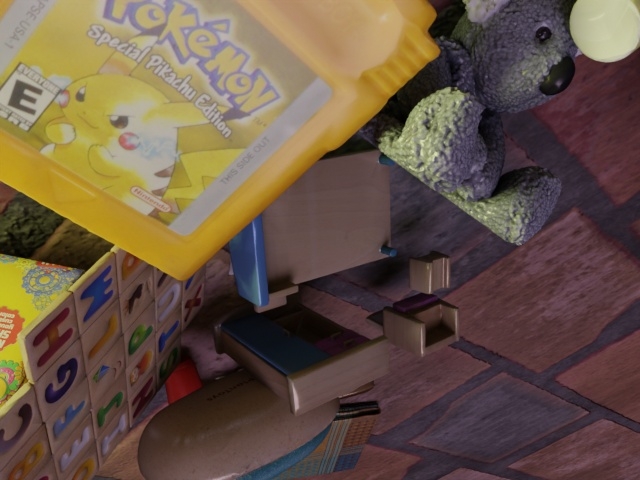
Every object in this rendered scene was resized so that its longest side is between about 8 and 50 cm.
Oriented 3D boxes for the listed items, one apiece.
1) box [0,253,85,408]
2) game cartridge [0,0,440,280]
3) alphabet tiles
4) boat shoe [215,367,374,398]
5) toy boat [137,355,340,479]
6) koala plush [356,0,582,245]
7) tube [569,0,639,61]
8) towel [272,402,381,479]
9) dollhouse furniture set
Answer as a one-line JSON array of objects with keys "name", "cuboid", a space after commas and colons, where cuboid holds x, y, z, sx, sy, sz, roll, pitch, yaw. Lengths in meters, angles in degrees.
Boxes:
[{"name": "box", "cuboid": [-0.399, 0.154, 0.661, 0.290, 0.177, 0.279, 11, 138, 1]}, {"name": "game cartridge", "cuboid": [-0.107, -0.134, 0.463, 0.324, 0.052, 0.285, -39, 127, 22]}, {"name": "alphabet tiles", "cuboid": [-0.206, 0.116, 0.648, 0.011, 0.342, 0.285, 21, 131, 11]}, {"name": "boat shoe", "cuboid": [-0.061, 0.229, 1.002, 0.285, 0.089, 0.104, -13, 166, 1]}, {"name": "toy boat", "cuboid": [-0.122, 0.247, 0.833, 0.268, 0.148, 0.318, -18, -170, -33]}, {"name": "koala plush", "cuboid": [0.151, -0.152, 0.581, 0.196, 0.203, 0.221, 26, 104, -41]}, {"name": "tube", "cuboid": [0.310, -0.232, 0.544, 0.240, 0.062, 0.070, -36, -172, -26]}, {"name": "towel", "cuboid": [-0.085, 0.409, 1.226, 0.370, 0.040, 0.271, -3, 139, -16]}, {"name": "dollhouse furniture set", "cuboid": [0.000, 0.000, 0.765, 0.286, 0.198, 0.303, -17, 112, -32]}]
